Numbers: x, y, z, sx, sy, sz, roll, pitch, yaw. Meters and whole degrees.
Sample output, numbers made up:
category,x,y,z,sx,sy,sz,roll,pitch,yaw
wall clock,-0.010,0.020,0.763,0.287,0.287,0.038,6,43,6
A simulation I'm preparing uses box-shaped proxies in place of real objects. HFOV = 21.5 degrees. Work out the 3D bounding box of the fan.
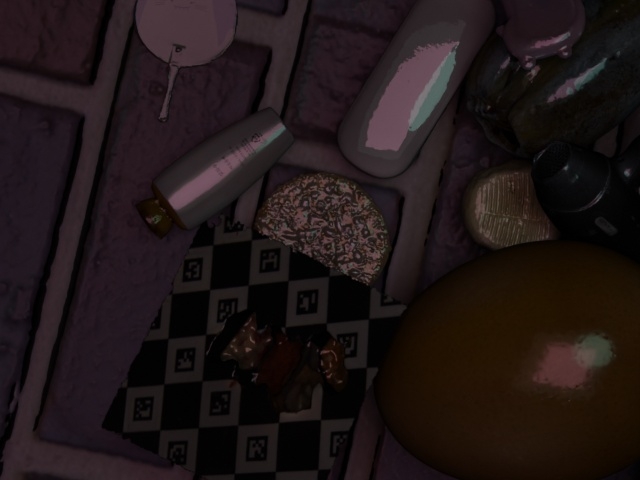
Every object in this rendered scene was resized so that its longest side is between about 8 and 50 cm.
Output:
category,x,y,z,sx,sy,sz,roll,pitch,yaw
fan,-0.152,-0.213,1.825,0.113,0.005,0.175,12,86,-2

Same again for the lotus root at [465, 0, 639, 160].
category,x,y,z,sx,sy,sz,roll,pitch,yaw
lotus root,0.301,-0.211,1.780,0.322,0.140,0.158,-38,65,-5

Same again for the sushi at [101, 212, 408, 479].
category,x,y,z,sx,sy,sz,roll,pitch,yaw
sushi,-0.061,0.133,1.753,0.290,0.050,0.264,23,86,35

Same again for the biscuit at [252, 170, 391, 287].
category,x,y,z,sx,sy,sz,roll,pitch,yaw
biscuit,0.000,0.000,1.816,0.152,0.020,0.152,0,88,-1

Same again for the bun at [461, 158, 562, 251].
category,x,y,z,sx,sy,sz,roll,pitch,yaw
bun,0.207,-0.033,1.800,0.115,0.069,0.115,0,87,0

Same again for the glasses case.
category,x,y,z,sx,sy,sz,roll,pitch,yaw
glasses case,0.103,-0.174,1.806,0.092,0.059,0.233,30,88,1

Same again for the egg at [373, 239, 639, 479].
category,x,y,z,sx,sy,sz,roll,pitch,yaw
egg,0.212,0.129,1.706,0.322,0.250,0.250,-14,89,13

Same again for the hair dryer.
category,x,y,z,sx,sy,sz,roll,pitch,yaw
hair dryer,0.370,-0.076,1.728,0.271,0.091,0.235,-39,126,18

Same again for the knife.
category,x,y,z,sx,sy,sz,roll,pitch,yaw
knife,0.191,-0.358,1.761,0.132,0.038,0.399,-18,67,5

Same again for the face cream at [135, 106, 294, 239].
category,x,y,z,sx,sy,sz,roll,pitch,yaw
face cream,-0.113,-0.072,1.799,0.182,0.051,0.072,-37,91,-4

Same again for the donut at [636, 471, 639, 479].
category,x,y,z,sx,sy,sz,roll,pitch,yaw
donut,0.478,0.289,1.730,0.360,0.170,0.360,-1,93,-22
